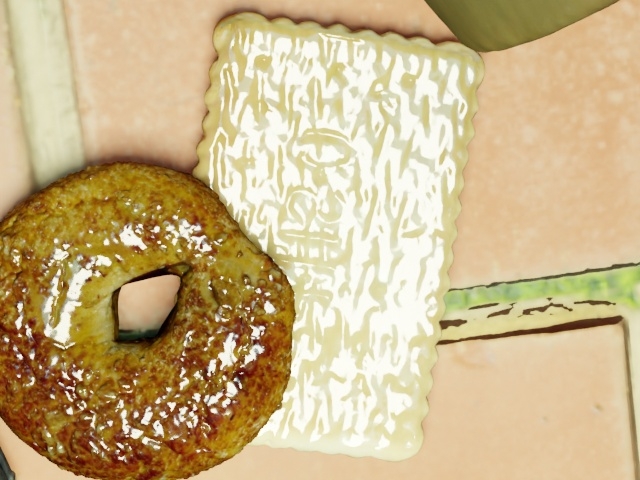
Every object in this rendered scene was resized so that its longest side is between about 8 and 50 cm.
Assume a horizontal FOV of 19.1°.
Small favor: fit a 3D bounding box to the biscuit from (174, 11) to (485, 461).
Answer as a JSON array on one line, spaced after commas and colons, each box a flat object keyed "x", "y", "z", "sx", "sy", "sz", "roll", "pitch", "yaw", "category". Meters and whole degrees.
[{"x": 0.000, "y": 0.000, "z": 1.096, "sx": 0.160, "sy": 0.030, "sz": 0.249, "roll": 7, "pitch": 98, "yaw": -5, "category": "biscuit"}]

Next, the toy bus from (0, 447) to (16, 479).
[{"x": -0.312, "y": 0.046, "z": 1.039, "sx": 0.138, "sy": 0.097, "sz": 0.342, "roll": -37, "pitch": 100, "yaw": 3, "category": "toy bus"}]

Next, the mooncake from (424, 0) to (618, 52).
[{"x": 0.144, "y": -0.229, "z": 0.947, "sx": 0.284, "sy": 0.284, "sz": 0.155, "roll": -39, "pitch": 102, "yaw": 1, "category": "mooncake"}]

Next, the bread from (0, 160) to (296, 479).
[{"x": -0.108, "y": 0.049, "z": 1.058, "sx": 0.193, "sy": 0.064, "sz": 0.193, "roll": 1, "pitch": 95, "yaw": 11, "category": "bread"}]
